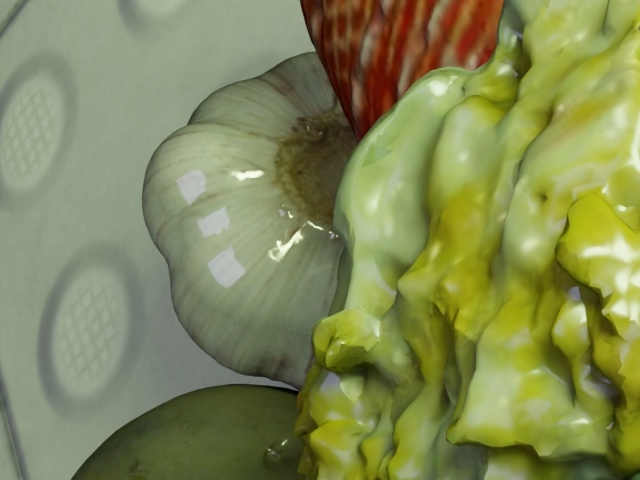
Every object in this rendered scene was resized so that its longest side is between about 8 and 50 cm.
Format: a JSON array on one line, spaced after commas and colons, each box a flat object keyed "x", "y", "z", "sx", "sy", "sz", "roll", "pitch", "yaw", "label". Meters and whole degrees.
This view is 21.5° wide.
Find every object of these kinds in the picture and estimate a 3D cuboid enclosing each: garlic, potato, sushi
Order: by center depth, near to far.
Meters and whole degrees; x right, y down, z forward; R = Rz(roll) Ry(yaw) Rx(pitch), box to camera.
[{"x": 0.177, "y": 0.062, "z": 0.630, "sx": 0.396, "sy": 0.351, "sz": 0.240, "roll": -57, "pitch": 21, "yaw": 22, "label": "sushi"}, {"x": -0.067, "y": 0.222, "z": 1.106, "sx": 0.326, "sy": 0.221, "sz": 0.243, "roll": -29, "pitch": 68, "yaw": 44, "label": "potato"}, {"x": 0.000, "y": 0.000, "z": 1.143, "sx": 0.253, "sy": 0.245, "sz": 0.245, "roll": 111, "pitch": 157, "yaw": -69, "label": "garlic"}]

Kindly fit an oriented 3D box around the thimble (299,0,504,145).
[{"x": 0.169, "y": -0.104, "z": 0.843, "sx": 0.350, "sy": 0.350, "sz": 0.230, "roll": -45, "pitch": 45, "yaw": 30, "label": "thimble"}]
